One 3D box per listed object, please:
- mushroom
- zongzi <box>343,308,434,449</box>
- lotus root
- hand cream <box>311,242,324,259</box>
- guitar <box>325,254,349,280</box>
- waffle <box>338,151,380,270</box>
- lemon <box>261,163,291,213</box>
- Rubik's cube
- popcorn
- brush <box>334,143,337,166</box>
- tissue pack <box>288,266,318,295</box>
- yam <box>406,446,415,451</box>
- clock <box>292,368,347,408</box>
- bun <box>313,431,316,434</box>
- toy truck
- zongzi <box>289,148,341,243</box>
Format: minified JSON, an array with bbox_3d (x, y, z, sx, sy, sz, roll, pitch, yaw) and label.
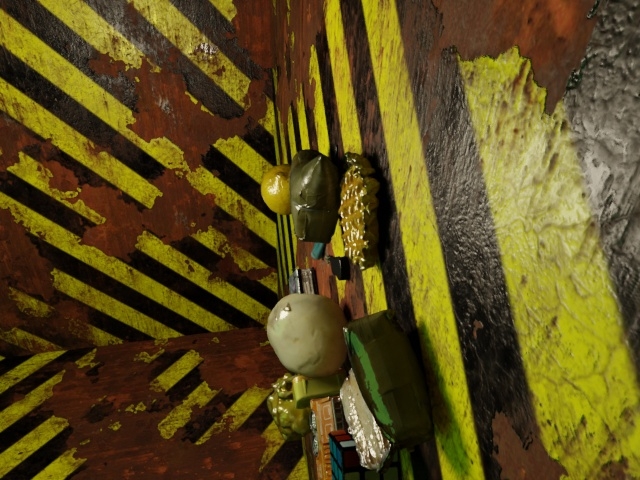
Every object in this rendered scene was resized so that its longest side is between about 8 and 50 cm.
[{"bbox_3d":[-0.019,0.317,1.611,0.336,0.314,0.315,-36,-54,-68],"label":"mushroom"},{"bbox_3d":[0.161,0.329,1.000,0.300,0.145,0.274,72,180,-58],"label":"zongzi"},{"bbox_3d":[0.142,0.447,1.141,0.167,0.078,0.329,-60,19,19],"label":"lotus root"},{"bbox_3d":[0.000,0.000,1.828,0.224,0.048,0.083,106,156,-45],"label":"hand cream"},{"bbox_3d":[0.051,0.083,1.595,0.271,0.038,0.084,-154,61,-77],"label":"guitar"},{"bbox_3d":[0.104,-0.084,1.201,0.329,0.062,0.330,176,90,-80],"label":"waffle"},{"bbox_3d":[-0.154,-0.229,1.995,0.263,0.235,0.236,-62,-29,-74],"label":"lemon"},{"bbox_3d":[0.118,0.607,1.188,0.160,0.163,0.162,146,122,-76],"label":"Rubik's cube"},{"bbox_3d":[-0.066,0.708,1.868,0.325,0.289,0.322,38,-144,-66],"label":"popcorn"},{"bbox_3d":[0.052,-0.287,1.506,0.024,0.008,0.083,-120,27,-61],"label":"brush"},{"bbox_3d":[-0.078,0.327,2.131,0.259,0.121,0.362,126,137,-70],"label":"tissue pack"},{"bbox_3d":[0.200,0.446,1.060,0.021,0.021,0.116,98,162,-48],"label":"yam"},{"bbox_3d":[0.000,0.548,1.633,0.143,0.202,0.096,102,158,-55],"label":"clock"},{"bbox_3d":[0.042,0.689,1.607,0.204,0.126,0.213,-137,33,-56],"label":"bun"},{"bbox_3d":[0.082,0.681,1.373,0.207,0.173,0.388,123,144,-58],"label":"toy truck"},{"bbox_3d":[-0.018,-0.237,1.439,0.393,0.174,0.356,94,171,-52],"label":"zongzi"}]
